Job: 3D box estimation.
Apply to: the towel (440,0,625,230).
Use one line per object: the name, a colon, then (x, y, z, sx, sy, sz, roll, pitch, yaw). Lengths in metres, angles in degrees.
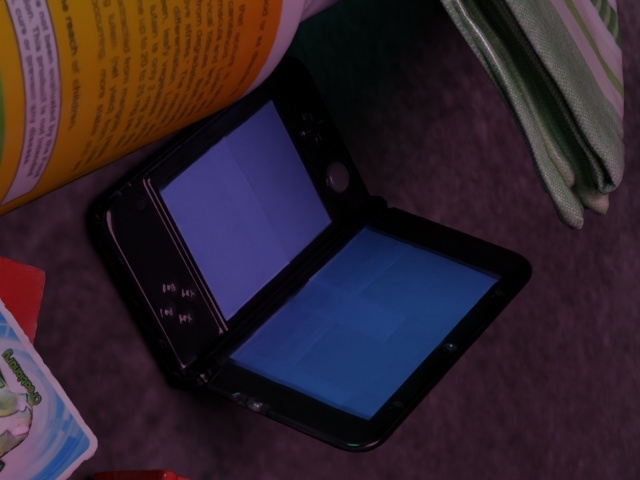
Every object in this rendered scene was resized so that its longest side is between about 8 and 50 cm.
towel: (0.063, -0.178, 0.836, 0.248, 0.038, 0.325, 56, 22, -24)

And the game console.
game console: (0.000, 0.000, 0.789, 0.144, 0.085, 0.124, -43, 114, -43)

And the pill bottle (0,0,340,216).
pill bottle: (-0.090, -0.093, 0.672, 0.246, 0.136, 0.136, -30, 105, -46)

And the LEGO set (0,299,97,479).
LEGO set: (-0.148, 0.107, 0.600, 0.182, 0.060, 0.244, -43, 123, -22)

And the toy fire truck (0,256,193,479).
toy fire truck: (-0.102, 0.114, 0.684, 0.135, 0.047, 0.192, 26, 66, -40)
